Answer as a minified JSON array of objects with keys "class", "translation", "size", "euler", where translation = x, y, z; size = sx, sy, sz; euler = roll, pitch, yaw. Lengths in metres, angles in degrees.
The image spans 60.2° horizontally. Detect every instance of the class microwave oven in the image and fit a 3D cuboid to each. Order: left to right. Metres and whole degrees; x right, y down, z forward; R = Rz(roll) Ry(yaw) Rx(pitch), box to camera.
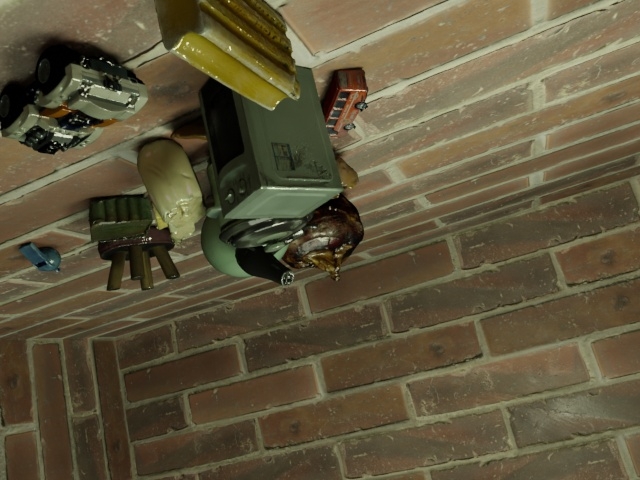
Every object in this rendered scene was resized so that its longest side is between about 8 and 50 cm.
[{"class":"microwave oven","translation":[-0.114,-0.206,1.172],"size":[0.237,0.295,0.181],"euler":[-2,161,-39]}]

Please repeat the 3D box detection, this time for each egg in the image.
[{"class":"egg","translation":[-0.244,-0.021,1.805],"size":[0.276,0.276,0.389],"euler":[-4,166,-34]}]

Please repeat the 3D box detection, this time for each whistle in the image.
[{"class":"whistle","translation":[-0.937,0.052,1.870],"size":[0.090,0.090,0.158],"euler":[-18,126,15]}]

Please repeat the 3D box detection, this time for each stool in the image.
[{"class":"stool","translation":[-0.646,0.070,1.979],"size":[0.272,0.178,0.272],"euler":[-12,167,-3]}]

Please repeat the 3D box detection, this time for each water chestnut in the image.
[{"class":"water chestnut","translation":[0.000,0.000,1.986],"size":[0.335,0.347,0.335],"euler":[-16,160,-6]}]

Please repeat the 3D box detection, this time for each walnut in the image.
[{"class":"walnut","translation":[-0.002,-0.184,1.697],"size":[0.238,0.141,0.204],"euler":[-20,177,20]}]

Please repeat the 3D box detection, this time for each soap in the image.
[{"class":"soap","translation":[-0.141,-0.334,0.896],"size":[0.089,0.173,0.274],"euler":[-18,165,24]}]

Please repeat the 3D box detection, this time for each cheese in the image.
[{"class":"cheese","translation":[-0.369,-0.124,1.407],"size":[0.127,0.233,0.266],"euler":[-22,169,-7]}]

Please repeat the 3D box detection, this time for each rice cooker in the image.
[{"class":"rice cooker","translation":[-0.162,-0.112,1.474],"size":[0.317,0.316,0.264],"euler":[-3,165,-36]}]

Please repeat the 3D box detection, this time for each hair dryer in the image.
[{"class":"hair dryer","translation":[-0.095,0.015,1.587],"size":[0.272,0.091,0.235],"euler":[-40,-140,-25]}]

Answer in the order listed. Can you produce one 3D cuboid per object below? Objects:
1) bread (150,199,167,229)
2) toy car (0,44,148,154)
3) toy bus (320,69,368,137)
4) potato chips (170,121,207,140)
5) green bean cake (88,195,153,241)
[{"class":"bread","translation":[-0.510,-0.082,1.707],"size":[0.080,0.084,0.109],"euler":[-21,165,19]},{"class":"toy car","translation":[-0.473,-0.247,1.051],"size":[0.301,0.118,0.193],"euler":[-22,166,33]},{"class":"toy bus","translation":[0.051,-0.326,1.341],"size":[0.096,0.073,0.235],"euler":[0,162,-15]},{"class":"potato chips","translation":[-0.251,-0.256,1.307],"size":[0.202,0.049,0.150],"euler":[-3,-178,-1]},{"class":"green bean cake","translation":[-0.604,-0.067,1.660],"size":[0.173,0.094,0.181],"euler":[-7,165,-24]}]
